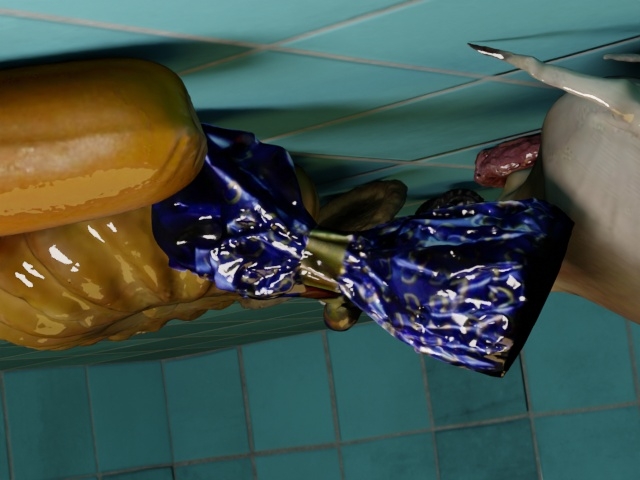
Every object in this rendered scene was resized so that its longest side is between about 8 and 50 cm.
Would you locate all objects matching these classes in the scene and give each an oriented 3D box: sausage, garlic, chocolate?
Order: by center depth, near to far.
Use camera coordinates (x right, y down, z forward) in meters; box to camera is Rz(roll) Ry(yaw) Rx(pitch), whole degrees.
[{"bbox_3d":[-0.203,-0.049,1.035,0.274,0.105,0.105,-7,174,-2],"label":"sausage"},{"bbox_3d":[-0.003,0.004,1.232,0.343,0.126,0.148,15,135,15],"label":"chocolate"},{"bbox_3d":[0.260,-0.069,1.273,0.246,0.231,0.340,32,164,19],"label":"garlic"}]

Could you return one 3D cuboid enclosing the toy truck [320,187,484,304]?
[{"bbox_3d":[0.064,0.009,1.819,0.286,0.111,0.136,-4,175,-8],"label":"toy truck"}]

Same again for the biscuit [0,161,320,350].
[{"bbox_3d":[-0.150,0.020,1.516,0.325,0.107,0.326,-16,169,-3],"label":"biscuit"}]

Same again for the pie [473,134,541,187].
[{"bbox_3d":[0.211,-0.074,1.591,0.153,0.038,0.153,-5,174,0],"label":"pie"}]

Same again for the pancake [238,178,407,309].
[{"bbox_3d":[0.001,0.001,1.652,0.199,0.021,0.199,-33,-165,10],"label":"pancake"}]
